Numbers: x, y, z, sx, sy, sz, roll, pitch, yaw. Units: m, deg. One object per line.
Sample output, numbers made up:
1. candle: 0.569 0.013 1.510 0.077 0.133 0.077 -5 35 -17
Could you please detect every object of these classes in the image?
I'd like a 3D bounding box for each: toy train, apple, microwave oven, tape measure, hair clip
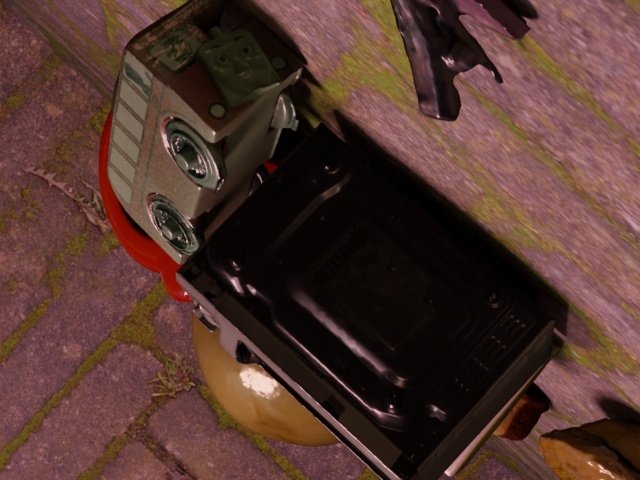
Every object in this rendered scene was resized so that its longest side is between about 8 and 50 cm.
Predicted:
1. toy train: -0.119 -0.097 1.420 0.159 0.129 0.326 47 155 11
2. apple: -0.010 0.110 1.811 0.292 0.292 0.254 38 158 36
3. microwave oven: 0.044 0.069 1.414 0.295 0.237 0.181 41 173 16
4. tape measure: -0.141 -0.078 1.684 0.114 0.253 0.260 -7 -138 -44
5. hair clip: 0.037 -0.151 0.811 0.187 0.056 0.146 54 172 -21

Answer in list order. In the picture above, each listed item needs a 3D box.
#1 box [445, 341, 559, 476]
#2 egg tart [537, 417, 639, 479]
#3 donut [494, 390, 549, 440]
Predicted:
1. box: 0.099 0.100 1.582 0.260 0.175 0.062 40 -154 13
2. egg tart: 0.356 0.272 1.583 0.279 0.095 0.279 37 176 3
3. donut: 0.214 0.210 1.987 0.166 0.073 0.184 23 180 -33
